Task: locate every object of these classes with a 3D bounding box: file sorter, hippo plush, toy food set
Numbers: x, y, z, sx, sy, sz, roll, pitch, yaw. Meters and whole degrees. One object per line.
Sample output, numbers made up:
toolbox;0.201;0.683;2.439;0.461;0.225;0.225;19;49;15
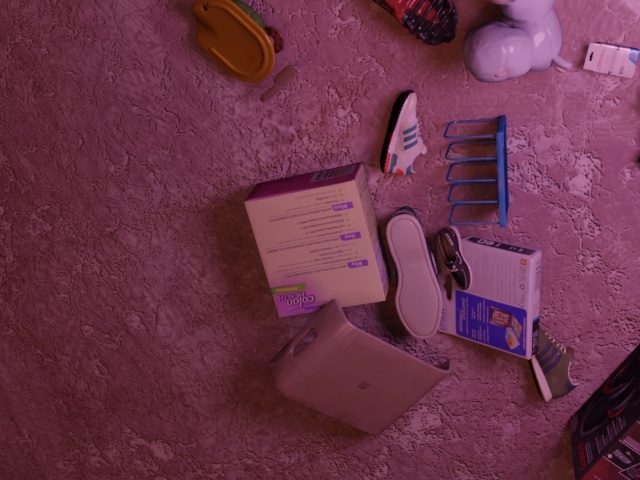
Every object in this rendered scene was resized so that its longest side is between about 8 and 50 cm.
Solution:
file sorter;0.277;-0.122;1.595;0.104;0.118;0.170;-1;112;14
hippo plush;0.305;-0.391;1.465;0.294;0.234;0.237;-26;132;-23
toy food set;-0.128;-0.357;1.611;0.218;0.071;0.128;43;137;-6
toy food set;0.080;0.248;1.760;0.306;0.092;0.220;28;121;-27

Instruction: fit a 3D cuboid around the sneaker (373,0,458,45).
sneaker;0.121;-0.434;1.512;0.276;0.135;0.098;34;103;-29

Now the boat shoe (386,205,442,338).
boat shoe;0.177;0.060;1.708;0.095;0.079;0.255;-13;106;18

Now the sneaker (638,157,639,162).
sneaker;0.594;-0.133;1.571;0.073;0.063;0.162;2;109;30

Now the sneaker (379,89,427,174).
sneaker;0.161;-0.192;1.629;0.075;0.057;0.161;10;113;-11

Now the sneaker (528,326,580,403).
sneaker;0.441;0.214;1.734;0.086;0.064;0.192;-19;103;3

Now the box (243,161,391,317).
box;0.000;0.000;1.697;0.213;0.117;0.243;-11;108;15

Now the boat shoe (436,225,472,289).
boat shoe;0.247;0.036;1.672;0.046;0.038;0.125;-5;103;47

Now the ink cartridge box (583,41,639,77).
ink cartridge box;0.490;-0.307;1.526;0.083;0.028;0.048;12;113;6

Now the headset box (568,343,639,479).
headset box;0.578;0.341;1.668;0.110;0.218;0.293;33;114;-2

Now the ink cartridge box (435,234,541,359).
ink cartridge box;0.312;0.099;1.695;0.208;0.045;0.206;15;117;39
